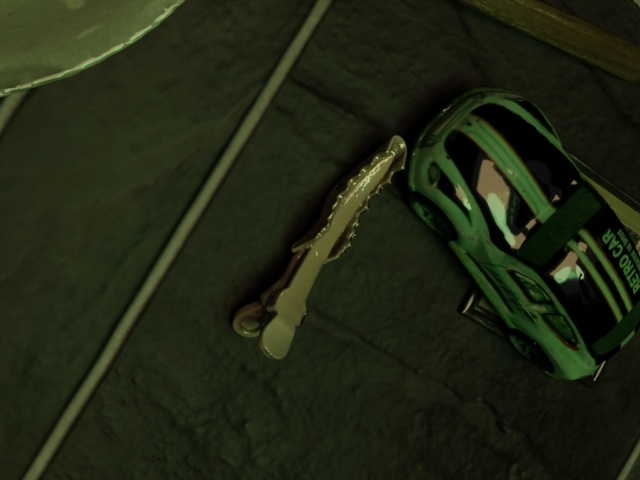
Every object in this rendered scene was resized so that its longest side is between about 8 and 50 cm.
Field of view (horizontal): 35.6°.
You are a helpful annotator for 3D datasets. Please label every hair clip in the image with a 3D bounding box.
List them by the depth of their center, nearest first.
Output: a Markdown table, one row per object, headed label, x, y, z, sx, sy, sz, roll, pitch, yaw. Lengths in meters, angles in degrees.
| label | x | y | z | sx | sy | sz | roll | pitch | yaw |
| --- | --- | --- | --- | --- | --- | --- | --- | --- | --- |
| hair clip | 0.000 | 0.000 | 0.860 | 0.034 | 0.072 | 0.226 | 42 | 73 | -31 |

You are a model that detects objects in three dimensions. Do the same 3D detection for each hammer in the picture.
| label | x | y | z | sx | sy | sz | roll | pitch | yaw |
| --- | --- | --- | --- | --- | --- | --- | --- | --- | --- |
| hammer | 0.162 | -0.218 | 0.899 | 0.366 | 0.043 | 0.111 | 16 | 92 | -29 |

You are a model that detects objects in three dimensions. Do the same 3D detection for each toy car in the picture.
| label | x | y | z | sx | sy | sz | roll | pitch | yaw |
| --- | --- | --- | --- | --- | --- | --- | --- | --- | --- |
| toy car | 0.206 | 0.003 | 0.901 | 0.136 | 0.125 | 0.305 | -43 | 115 | -11 |

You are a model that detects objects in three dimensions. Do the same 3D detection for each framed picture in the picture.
| label | x | y | z | sx | sy | sz | roll | pitch | yaw |
| --- | --- | --- | --- | --- | --- | --- | --- | --- | --- |
| framed picture | 0.252 | 0.028 | 1.002 | 0.199 | 0.010 | 0.195 | 30 | 87 | -27 |

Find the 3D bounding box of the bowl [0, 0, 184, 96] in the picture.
| label | x | y | z | sx | sy | sz | roll | pitch | yaw |
| --- | --- | --- | --- | --- | --- | --- | --- | --- | --- |
| bowl | -0.253 | -0.303 | 0.595 | 0.435 | 0.196 | 0.434 | -5 | 102 | -25 |
